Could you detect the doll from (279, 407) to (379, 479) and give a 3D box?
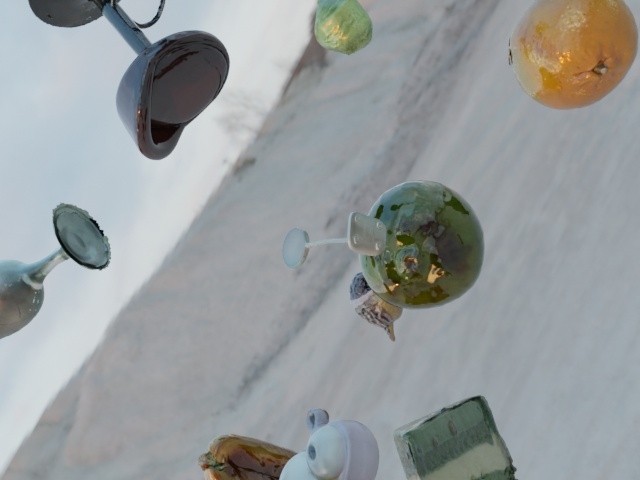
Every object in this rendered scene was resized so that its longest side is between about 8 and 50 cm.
[{"bbox_3d":[0.027,0.322,1.266,0.365,0.094,0.160,-108,30,-48],"label":"doll"}]

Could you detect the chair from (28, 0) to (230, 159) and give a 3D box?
[{"bbox_3d":[-0.315,-0.339,2.044,0.226,0.401,0.226,-29,-28,-18],"label":"chair"}]

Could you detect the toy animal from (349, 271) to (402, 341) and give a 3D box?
[{"bbox_3d":[0.093,0.109,2.000,0.098,0.098,0.137,-62,-23,-65],"label":"toy animal"}]

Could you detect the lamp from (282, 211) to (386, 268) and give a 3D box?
[{"bbox_3d":[0.000,0.000,1.387,0.198,0.056,0.050,-10,73,55],"label":"lamp"}]

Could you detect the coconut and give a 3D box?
[{"bbox_3d":[0.030,-0.314,1.726,0.088,0.096,0.088,-45,-1,-1],"label":"coconut"}]

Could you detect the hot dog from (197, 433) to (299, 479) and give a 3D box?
[{"bbox_3d":[-0.100,0.350,1.779,0.249,0.068,0.100,32,-120,-53],"label":"hot dog"}]

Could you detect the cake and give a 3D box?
[{"bbox_3d":[0.157,0.358,1.828,0.172,0.158,0.284,-29,-11,29],"label":"cake"}]

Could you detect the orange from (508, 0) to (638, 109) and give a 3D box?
[{"bbox_3d":[0.425,-0.323,1.986,0.219,0.219,0.193,117,144,-50],"label":"orange"}]

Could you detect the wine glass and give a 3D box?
[{"bbox_3d":[-0.529,0.071,2.142,0.321,0.143,0.143,-36,10,21],"label":"wine glass"}]

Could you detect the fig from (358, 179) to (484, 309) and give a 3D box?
[{"bbox_3d":[0.166,0.001,1.912,0.203,0.203,0.225,-63,1,23],"label":"fig"}]
